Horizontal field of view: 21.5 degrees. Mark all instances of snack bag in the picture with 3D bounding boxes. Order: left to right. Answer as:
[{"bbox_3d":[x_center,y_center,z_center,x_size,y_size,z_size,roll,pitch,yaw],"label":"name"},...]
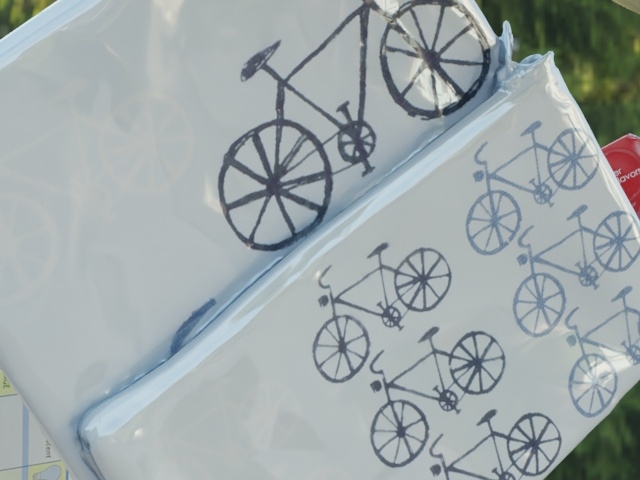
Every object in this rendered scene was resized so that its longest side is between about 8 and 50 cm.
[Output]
[{"bbox_3d":[0.000,0.000,0.787,0.342,0.323,0.037,58,-25,-15],"label":"snack bag"}]

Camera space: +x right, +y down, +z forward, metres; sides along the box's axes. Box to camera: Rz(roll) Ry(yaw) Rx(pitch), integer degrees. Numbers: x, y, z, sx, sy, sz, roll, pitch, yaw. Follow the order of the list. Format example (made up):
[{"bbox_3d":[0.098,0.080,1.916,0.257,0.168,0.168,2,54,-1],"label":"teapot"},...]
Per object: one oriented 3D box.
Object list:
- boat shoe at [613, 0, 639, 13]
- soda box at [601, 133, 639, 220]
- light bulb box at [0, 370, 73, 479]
[{"bbox_3d":[0.134,-0.094,0.565,0.133,0.042,0.049,23,-15,-4],"label":"boat shoe"},{"bbox_3d":[0.107,0.036,1.051,0.263,0.092,0.083,-28,-19,17],"label":"soda box"},{"bbox_3d":[-0.344,0.171,1.222,0.361,0.358,0.225,-6,17,-33],"label":"light bulb box"}]
